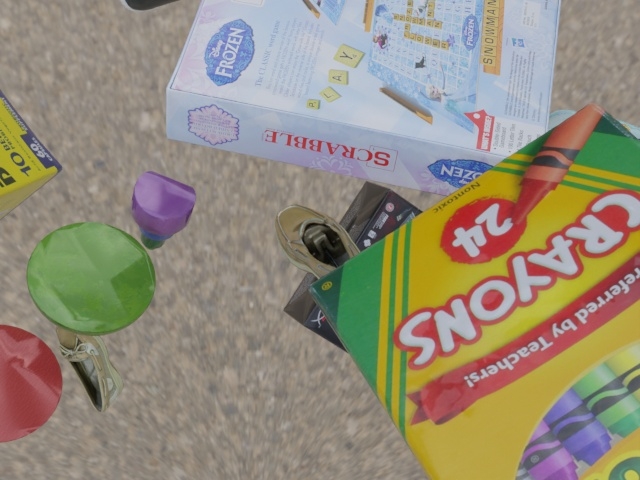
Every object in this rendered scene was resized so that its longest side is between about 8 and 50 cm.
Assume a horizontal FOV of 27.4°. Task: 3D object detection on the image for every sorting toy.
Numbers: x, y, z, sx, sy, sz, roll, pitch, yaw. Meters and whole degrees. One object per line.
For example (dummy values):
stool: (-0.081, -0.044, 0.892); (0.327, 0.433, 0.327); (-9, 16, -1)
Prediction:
sorting toy: (-0.252, 0.081, 1.335); (0.127, 0.126, 0.365); (33, 55, 6)

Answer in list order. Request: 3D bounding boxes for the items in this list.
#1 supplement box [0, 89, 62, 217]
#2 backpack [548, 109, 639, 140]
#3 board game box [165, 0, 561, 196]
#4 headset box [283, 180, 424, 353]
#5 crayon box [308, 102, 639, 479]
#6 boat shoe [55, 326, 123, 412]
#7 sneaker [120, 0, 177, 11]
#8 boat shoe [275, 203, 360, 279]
supplement box: (-0.501, -0.082, 1.609); (0.195, 0.356, 0.194); (-36, 94, 15)
backpack: (0.334, -0.076, 1.638); (0.188, 0.166, 0.144); (24, 42, 9)
board game box: (0.053, -0.190, 1.188); (0.318, 0.066, 0.318); (12, 50, 2)
headset box: (0.134, 0.089, 1.803); (0.293, 0.110, 0.218); (34, 88, -19)
crayon box: (0.146, 0.078, 0.659); (0.202, 0.081, 0.318); (-33, 40, -2)
boat shoe: (-0.320, 0.167, 1.790); (0.056, 0.153, 0.048); (0, 40, 28)
sneaker: (-0.106, -0.347, 1.579); (0.296, 0.104, 0.147); (-31, 44, 0)
boat shoe: (0.000, 0.000, 1.422); (0.068, 0.072, 0.190); (-40, 40, -9)
